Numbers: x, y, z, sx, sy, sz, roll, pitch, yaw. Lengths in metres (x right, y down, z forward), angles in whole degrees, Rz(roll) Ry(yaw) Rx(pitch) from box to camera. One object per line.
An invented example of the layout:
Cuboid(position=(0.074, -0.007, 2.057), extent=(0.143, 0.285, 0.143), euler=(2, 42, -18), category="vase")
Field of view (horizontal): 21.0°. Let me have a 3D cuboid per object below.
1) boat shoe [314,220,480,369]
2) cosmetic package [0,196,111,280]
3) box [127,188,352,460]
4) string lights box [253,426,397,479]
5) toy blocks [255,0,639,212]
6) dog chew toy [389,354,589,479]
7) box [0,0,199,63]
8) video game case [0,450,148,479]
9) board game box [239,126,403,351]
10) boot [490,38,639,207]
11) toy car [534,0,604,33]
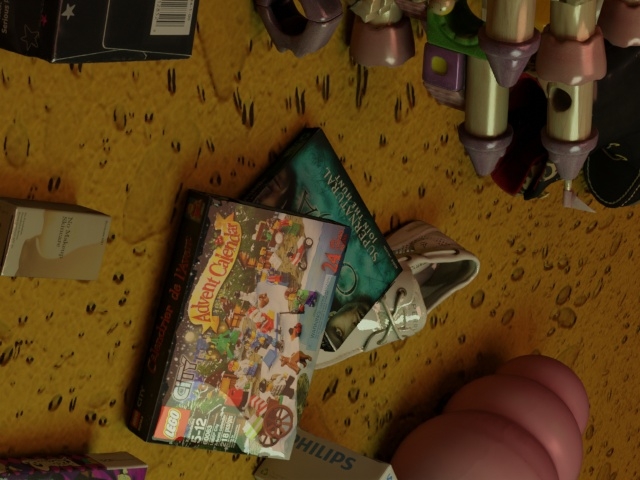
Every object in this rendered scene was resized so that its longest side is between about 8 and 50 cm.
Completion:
Cuboid(position=(0.069, 0.062, 1.805), extent=(0.277, 0.096, 0.098), euler=(-35, 134, -41), category="boat shoe")
Cuboid(position=(-0.227, -0.001, 1.401), extent=(0.115, 0.041, 0.060), euler=(3, 102, -55), category="cosmetic package")
Cuboid(position=(-0.074, 0.081, 1.605), extent=(0.159, 0.044, 0.233), euler=(11, 96, -34), category="box")
Cuboid(position=(0.037, 0.316, 1.846), extent=(0.077, 0.133, 0.259), euler=(-52, 141, -26), category="string lights box")
Cuboid(position=(0.135, -0.171, 1.628), extent=(0.309, 0.288, 0.260), euler=(-35, 136, -43), category="toy blocks")
Cuboid(position=(0.214, 0.252, 2.023), extent=(0.332, 0.206, 0.206), euler=(-46, 139, -45), category="dog chew toy")
Cuboid(position=(-0.176, -0.265, 1.261), extent=(0.163, 0.142, 0.247), euler=(-11, 115, -54), category="box")
Cuboid(position=(-0.259, 0.297, 1.472), extent=(0.210, 0.042, 0.232), euler=(5, 101, -47), category="video game case")
Cuboid(position=(0.000, 0.000, 1.691), extent=(0.126, 0.026, 0.186), euler=(-49, 122, -30), category="board game box")
Cuboid(position=(0.316, -0.131, 2.021), extent=(0.284, 0.138, 0.377), euler=(-26, 157, -26), category="boot")
Cuboid(position=(0.260, -0.311, 1.885), extent=(0.136, 0.159, 0.182), euler=(-135, -117, -88), category="toy car")
